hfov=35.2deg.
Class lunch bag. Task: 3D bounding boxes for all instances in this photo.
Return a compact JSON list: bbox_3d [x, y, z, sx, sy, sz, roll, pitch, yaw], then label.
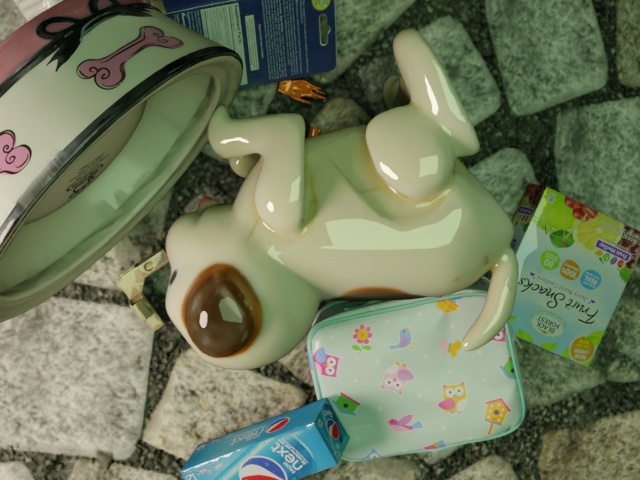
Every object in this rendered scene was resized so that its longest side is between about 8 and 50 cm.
[{"bbox_3d":[0.130,0.162,1.340,0.279,0.108,0.224,-12,98,7],"label":"lunch bag"}]

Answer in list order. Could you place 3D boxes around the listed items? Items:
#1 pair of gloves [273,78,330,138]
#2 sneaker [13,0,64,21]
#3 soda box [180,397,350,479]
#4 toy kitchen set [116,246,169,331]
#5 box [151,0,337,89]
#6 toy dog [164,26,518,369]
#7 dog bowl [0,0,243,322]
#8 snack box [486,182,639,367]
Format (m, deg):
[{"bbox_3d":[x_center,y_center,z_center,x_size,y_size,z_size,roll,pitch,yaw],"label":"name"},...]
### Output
[{"bbox_3d":[-0.028,-0.174,1.349,0.074,0.010,0.083,13,95,-15],"label":"pair of gloves"},{"bbox_3d":[-0.336,-0.368,1.181,0.127,0.126,0.321,-27,70,-28],"label":"sneaker"},{"bbox_3d":[-0.073,0.279,1.314,0.210,0.071,0.067,-24,101,22],"label":"soda box"},{"bbox_3d":[-0.212,0.066,1.308,0.075,0.068,0.083,-35,102,-6],"label":"toy kitchen set"},{"bbox_3d":[-0.092,-0.257,1.278,0.225,0.036,0.136,-12,135,-9],"label":"box"},{"bbox_3d":[0.000,0.000,1.234,0.408,0.284,0.395,-28,93,-3],"label":"toy dog"},{"bbox_3d":[-0.278,-0.103,1.125,0.150,0.408,0.408,43,87,3],"label":"dog bowl"},{"bbox_3d":[0.335,0.049,1.418,0.175,0.070,0.207,23,93,-13],"label":"snack box"}]
